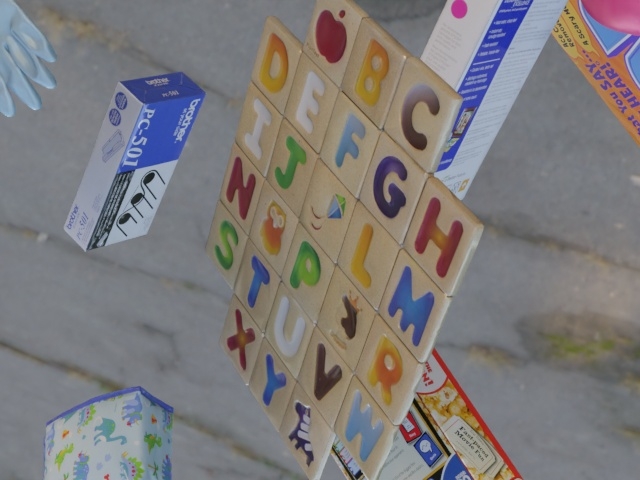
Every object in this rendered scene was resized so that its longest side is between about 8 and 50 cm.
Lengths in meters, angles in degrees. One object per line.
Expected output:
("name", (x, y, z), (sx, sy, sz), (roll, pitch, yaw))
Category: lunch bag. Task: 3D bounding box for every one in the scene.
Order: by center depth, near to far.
("lunch bag", (-0.242, 0.247, 1.331), (0.151, 0.128, 0.096), (-16, 146, 18))

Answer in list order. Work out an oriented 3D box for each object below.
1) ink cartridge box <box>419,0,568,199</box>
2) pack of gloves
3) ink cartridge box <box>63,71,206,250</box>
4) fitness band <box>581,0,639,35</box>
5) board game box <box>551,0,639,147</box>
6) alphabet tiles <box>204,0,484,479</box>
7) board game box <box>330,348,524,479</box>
("ink cartridge box", (0.174, -0.191, 1.341), (0.069, 0.176, 0.371), (41, 123, 22))
("pack of gloves", (-0.338, -0.176, 1.024), (0.195, 0.046, 0.232), (-35, 98, 24))
("ink cartridge box", (-0.207, -0.087, 1.334), (0.046, 0.097, 0.207), (43, 125, 22))
("fitness band", (0.281, -0.220, 0.739), (0.209, 0.291, 0.054), (21, 148, 45))
("board game box", (0.545, -0.286, 1.380), (0.356, 0.356, 0.356), (55, 159, 13))
("alphabet tiles", (0.000, 0.000, 0.893), (0.011, 0.285, 0.342), (-5, 129, -33))
("board game box", (0.072, 0.170, 1.001), (0.193, 0.045, 0.147), (57, 139, 16))
